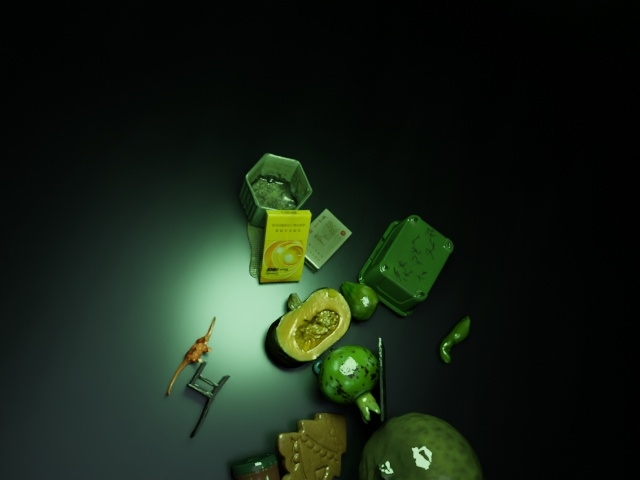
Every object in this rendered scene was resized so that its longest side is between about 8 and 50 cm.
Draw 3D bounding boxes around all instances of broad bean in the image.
[{"bbox_3d":[0.507,0.360,1.922,0.070,0.048,0.214,38,67,-1],"label":"broad bean"}]

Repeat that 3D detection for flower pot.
[{"bbox_3d":[-0.164,-0.166,1.825,0.209,0.189,0.240,-20,79,-22],"label":"flower pot"}]

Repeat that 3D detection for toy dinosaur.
[{"bbox_3d":[-0.402,0.368,1.647,0.055,0.101,0.280,44,56,-16],"label":"toy dinosaur"}]

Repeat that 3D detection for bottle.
[{"bbox_3d":[-0.165,0.820,1.527,0.143,0.144,0.337,-10,75,-19],"label":"bottle"}]

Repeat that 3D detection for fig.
[{"bbox_3d":[0.133,0.205,1.830,0.156,0.123,0.123,39,66,10],"label":"fig"}]

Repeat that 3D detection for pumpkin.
[{"bbox_3d":[-0.049,0.279,1.747,0.317,0.139,0.222,-34,87,-20],"label":"pumpkin"}]

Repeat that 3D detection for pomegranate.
[{"bbox_3d":[0.104,0.455,1.656,0.210,0.211,0.263,-25,66,-22],"label":"pomegranate"}]

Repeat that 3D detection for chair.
[{"bbox_3d":[-0.383,0.493,1.608,0.101,0.084,0.213,34,67,-7],"label":"chair"}]

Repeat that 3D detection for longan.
[{"bbox_3d":[0.302,0.730,1.559,0.390,0.391,0.392,5,71,-14],"label":"longan"}]

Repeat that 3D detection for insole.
[{"bbox_3d":[-0.222,0.012,1.851,0.086,0.005,0.254,2,72,-15],"label":"insole"}]

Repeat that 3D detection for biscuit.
[{"bbox_3d":[-0.008,0.665,1.634,0.306,0.043,0.284,-43,105,-39],"label":"biscuit"}]

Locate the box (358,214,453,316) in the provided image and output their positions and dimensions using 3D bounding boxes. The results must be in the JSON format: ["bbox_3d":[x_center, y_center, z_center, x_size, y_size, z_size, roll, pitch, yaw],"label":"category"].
[{"bbox_3d":[0.324,0.084,1.890,0.252,0.178,0.329,36,67,-4],"label":"box"}]

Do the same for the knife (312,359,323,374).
[{"bbox_3d":[0.073,0.496,1.770,0.244,0.032,0.058,40,62,-5],"label":"knife"}]

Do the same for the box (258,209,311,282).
[{"bbox_3d":[-0.123,0.023,1.755,0.152,0.270,0.043,-1,30,-17],"label":"box"}]

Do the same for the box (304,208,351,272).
[{"bbox_3d":[0.000,0.000,1.890,0.141,0.058,0.201,42,67,0],"label":"box"}]

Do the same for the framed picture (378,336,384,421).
[{"bbox_3d":[0.203,0.456,1.667,0.013,0.324,0.244,-2,72,8],"label":"framed picture"}]
